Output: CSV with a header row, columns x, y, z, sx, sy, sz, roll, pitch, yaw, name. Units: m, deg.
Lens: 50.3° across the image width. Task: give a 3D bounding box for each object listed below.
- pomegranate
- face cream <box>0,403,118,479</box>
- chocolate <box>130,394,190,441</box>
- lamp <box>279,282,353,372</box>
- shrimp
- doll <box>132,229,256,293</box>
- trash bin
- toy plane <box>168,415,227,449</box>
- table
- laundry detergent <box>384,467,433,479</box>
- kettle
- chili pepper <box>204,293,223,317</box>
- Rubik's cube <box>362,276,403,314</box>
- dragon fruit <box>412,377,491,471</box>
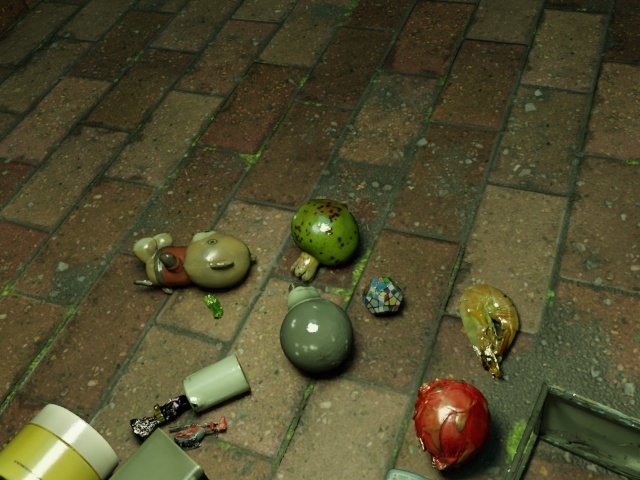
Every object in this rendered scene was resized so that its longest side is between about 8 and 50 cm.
x,y,z,sx,sy,sz,roll,pitch,yaw,name
0.000,0.000,1.898,0.202,0.202,0.247,35,91,33,pomegranate
-0.591,0.503,1.507,0.218,0.218,0.179,19,47,24,face cream
-0.388,0.421,1.657,0.147,0.072,0.070,-40,98,-17,chocolate
-0.006,0.201,1.738,0.182,0.181,0.313,-4,30,6,lamp
0.427,0.222,1.702,0.146,0.061,0.267,2,47,-1,shrimp
-0.355,0.061,1.899,0.330,0.235,0.174,-3,91,17,doll
-0.379,0.567,1.497,0.164,0.122,0.240,31,62,30,trash bin
-0.293,0.459,1.630,0.145,0.037,0.060,-15,38,2,toy plane
0.543,0.500,1.329,0.335,0.222,0.272,20,54,25,table
0.235,0.551,1.442,0.206,0.061,0.096,9,49,17,laundry detergent
-0.263,0.345,1.685,0.148,0.098,0.126,-25,55,-7,kettle
-0.294,0.181,1.882,0.030,0.034,0.091,-47,51,13,chili pepper
0.162,0.146,1.788,0.111,0.111,0.093,23,32,26,Rubik's cube
0.291,0.397,1.502,0.173,0.172,0.209,-7,58,4,dragon fruit
